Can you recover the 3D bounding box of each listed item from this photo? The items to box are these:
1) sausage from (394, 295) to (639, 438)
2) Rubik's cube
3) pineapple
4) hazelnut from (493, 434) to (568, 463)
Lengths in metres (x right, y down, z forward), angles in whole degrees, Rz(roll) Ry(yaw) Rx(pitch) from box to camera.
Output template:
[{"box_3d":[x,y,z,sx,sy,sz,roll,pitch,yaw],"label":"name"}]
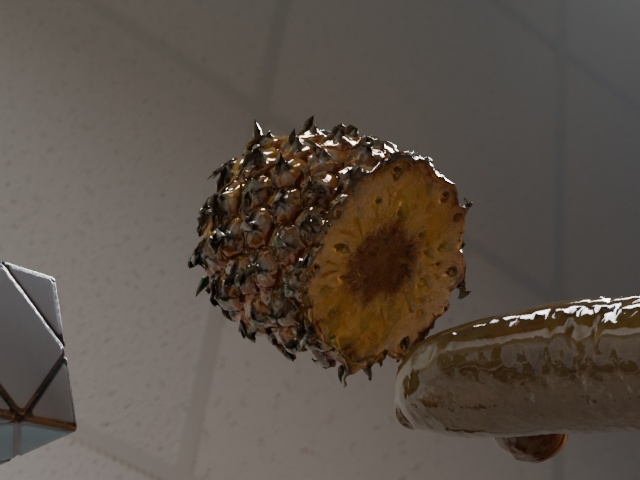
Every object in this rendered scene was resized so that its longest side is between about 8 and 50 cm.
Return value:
[{"box_3d":[0.272,0.112,1.169,0.123,0.501,0.136,28,-113,-46],"label":"sausage"},{"box_3d":[-0.431,0.146,1.573,0.205,0.205,0.207,26,-134,-55],"label":"Rubik's cube"},{"box_3d":[0.000,0.003,1.811,0.352,0.300,0.352,-15,-69,-44],"label":"pineapple"},{"box_3d":[0.225,0.200,1.480,0.086,0.086,0.086,24,-131,-30],"label":"hazelnut"}]
